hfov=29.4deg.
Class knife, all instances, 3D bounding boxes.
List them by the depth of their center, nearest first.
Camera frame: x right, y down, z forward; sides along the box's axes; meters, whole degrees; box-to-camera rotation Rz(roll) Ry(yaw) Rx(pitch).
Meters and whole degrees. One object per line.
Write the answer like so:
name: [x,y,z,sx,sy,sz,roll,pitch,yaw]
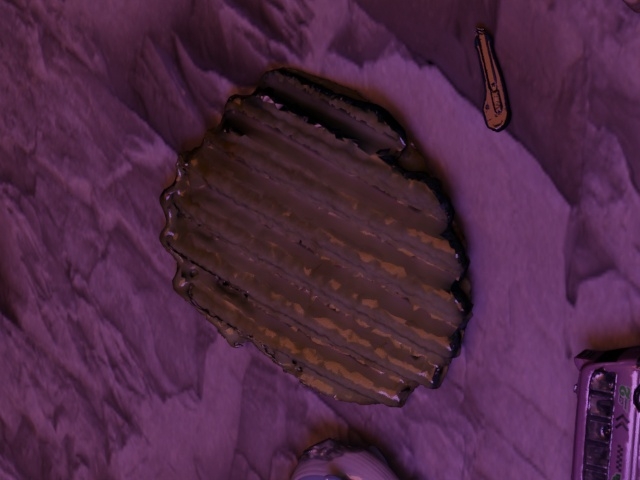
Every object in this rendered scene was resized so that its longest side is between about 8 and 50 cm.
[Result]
knife: [0.194,-0.184,1.393,0.031,0.018,0.121,-13,88,22]

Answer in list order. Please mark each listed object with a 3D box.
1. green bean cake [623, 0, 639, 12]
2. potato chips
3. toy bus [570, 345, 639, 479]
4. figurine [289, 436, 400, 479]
green bean cake: [0.373,-0.318,1.254,0.179,0.109,0.085,-36,80,22]
potato chips: [0.000,0.000,1.468,0.429,0.070,0.358,30,108,19]
toy bus: [0.330,0.213,1.329,0.108,0.096,0.198,6,100,27]
figurine: [0.025,0.326,1.455,0.209,0.128,0.183,-15,91,31]
